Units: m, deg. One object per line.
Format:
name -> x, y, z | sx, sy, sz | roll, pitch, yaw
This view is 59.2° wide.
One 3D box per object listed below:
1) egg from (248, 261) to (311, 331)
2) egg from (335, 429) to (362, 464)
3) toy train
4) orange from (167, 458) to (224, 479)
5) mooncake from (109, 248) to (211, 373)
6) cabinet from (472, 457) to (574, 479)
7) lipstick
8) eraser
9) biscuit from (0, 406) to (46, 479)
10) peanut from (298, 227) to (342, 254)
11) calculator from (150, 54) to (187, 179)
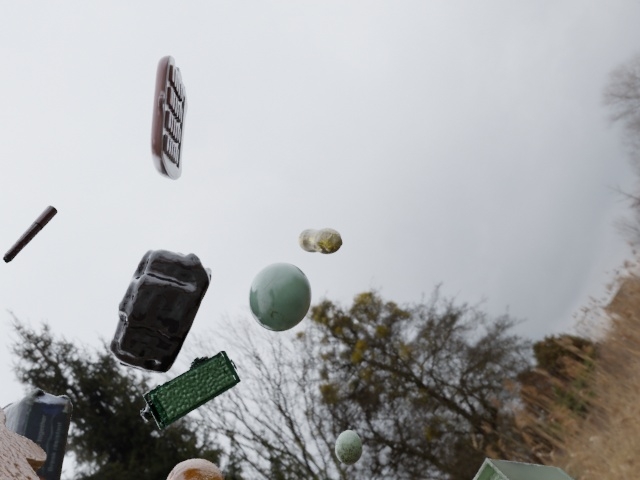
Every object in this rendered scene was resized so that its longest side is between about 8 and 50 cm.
egg -> -0.108, 0.150, 1.500 | 0.230, 0.168, 0.167 | -81, 8, -66
egg -> 0.086, 0.633, 1.730 | 0.110, 0.085, 0.085 | -92, 1, -52
toy train -> -0.351, 0.388, 1.495 | 0.270, 0.115, 0.154 | -27, -5, -22
orange -> -0.330, 0.679, 1.494 | 0.161, 0.193, 0.193 | 8, -65, -21
mooncake -> -0.444, 0.192, 1.582 | 0.381, 0.213, 0.350 | 130, 155, -66
cabinet -> 0.303, 0.418, 0.789 | 0.206, 0.150, 0.145 | 23, -79, -36
lipstick -> -0.621, -0.016, 1.207 | 0.176, 0.027, 0.027 | -74, -10, -50
eraser -> -0.521, 0.431, 0.957 | 0.155, 0.331, 0.102 | -31, -45, 29
biscuit -> -0.361, 0.228, 0.599 | 0.036, 0.250, 0.165 | -49, -40, -11
peanut -> 0.000, 0.000, 1.835 | 0.087, 0.207, 0.087 | -1, -87, -33
calculator -> -0.299, -0.233, 1.106 | 0.330, 0.048, 0.219 | 168, 108, -80
